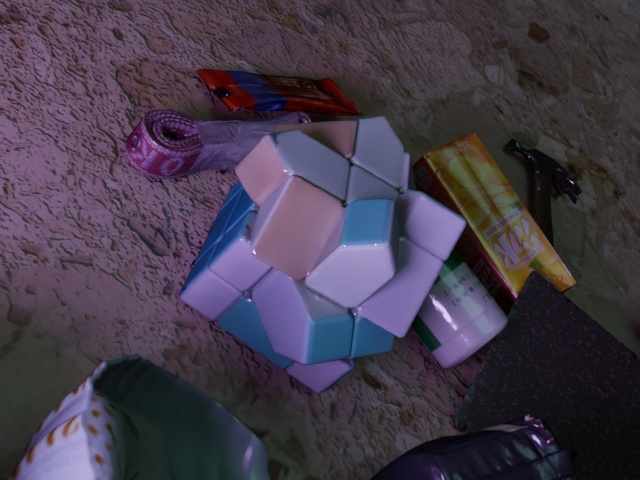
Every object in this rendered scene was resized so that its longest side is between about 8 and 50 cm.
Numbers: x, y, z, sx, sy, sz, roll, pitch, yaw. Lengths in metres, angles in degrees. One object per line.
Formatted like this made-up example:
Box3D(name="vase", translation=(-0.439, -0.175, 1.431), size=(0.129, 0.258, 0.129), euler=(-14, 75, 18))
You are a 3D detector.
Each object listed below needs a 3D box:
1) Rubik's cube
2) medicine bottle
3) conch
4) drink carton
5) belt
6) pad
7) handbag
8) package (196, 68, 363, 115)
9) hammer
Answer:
Box3D(name="Rubik's cube", translation=(0.000, 0.000, 1.183), size=(0.224, 0.213, 0.265), euler=(36, 42, -15))
Box3D(name="medicine bottle", translation=(0.092, 0.015, 1.349), size=(0.260, 0.095, 0.095), euler=(51, 39, 4))
Box3D(name="conch", translation=(-0.117, 0.246, 0.885), size=(0.303, 0.215, 0.319), euler=(54, 8, -1))
Box3D(name="drink carton", translation=(0.197, -0.012, 1.468), size=(0.096, 0.071, 0.223), euler=(-25, 77, -33))
Box3D(name="belt", translation=(-0.101, -0.101, 1.304), size=(0.232, 0.053, 0.071), euler=(-8, 62, -44))
Box3D(name="pad", translation=(0.314, 0.213, 1.392), size=(0.330, 0.004, 0.220), euler=(40, 61, -11))
Box3D(name="handbag", translation=(0.163, 0.297, 1.119), size=(0.181, 0.181, 0.254), euler=(-9, 65, -38))
Box3D(name="package", translation=(-0.044, -0.169, 1.417), size=(0.200, 0.022, 0.083), euler=(-3, 37, -43))
Box3D(name="hammer", translation=(0.286, -0.011, 1.597), size=(0.125, 0.027, 0.297), euler=(28, 43, -16))
